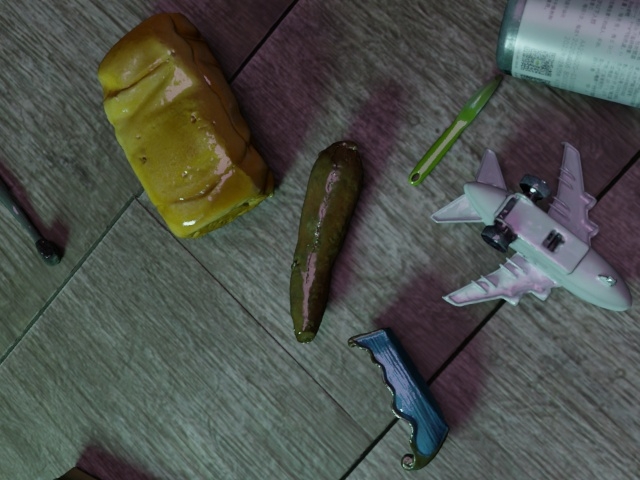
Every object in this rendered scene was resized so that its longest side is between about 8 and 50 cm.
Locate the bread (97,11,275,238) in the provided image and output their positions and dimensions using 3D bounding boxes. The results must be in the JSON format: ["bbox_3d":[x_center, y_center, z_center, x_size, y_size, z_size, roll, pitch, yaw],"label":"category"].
[{"bbox_3d":[-0.185,-0.158,1.120,0.167,0.132,0.294,-31,80,19],"label":"bread"}]

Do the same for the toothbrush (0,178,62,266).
[{"bbox_3d":[-0.491,-0.075,1.258,0.030,0.030,0.297,-38,74,-16],"label":"toothbrush"}]

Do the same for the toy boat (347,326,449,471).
[{"bbox_3d":[0.095,0.199,1.038,0.077,0.075,0.185,-33,82,9],"label":"toy boat"}]

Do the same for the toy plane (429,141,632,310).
[{"bbox_3d":[0.267,0.001,0.987,0.255,0.101,0.251,38,86,15],"label":"toy plane"}]

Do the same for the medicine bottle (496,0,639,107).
[{"bbox_3d":[0.365,-0.230,0.952,0.293,0.141,0.141,19,92,17],"label":"medicine bottle"}]

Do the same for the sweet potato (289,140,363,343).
[{"bbox_3d":[0.000,0.000,1.084,0.075,0.075,0.273,15,93,17],"label":"sweet potato"}]

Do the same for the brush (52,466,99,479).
[{"bbox_3d":[-0.252,0.398,1.141,0.282,0.054,0.048,23,105,17],"label":"brush"}]

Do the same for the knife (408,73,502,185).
[{"bbox_3d":[0.176,-0.145,1.064,0.022,0.026,0.184,42,101,18],"label":"knife"}]
